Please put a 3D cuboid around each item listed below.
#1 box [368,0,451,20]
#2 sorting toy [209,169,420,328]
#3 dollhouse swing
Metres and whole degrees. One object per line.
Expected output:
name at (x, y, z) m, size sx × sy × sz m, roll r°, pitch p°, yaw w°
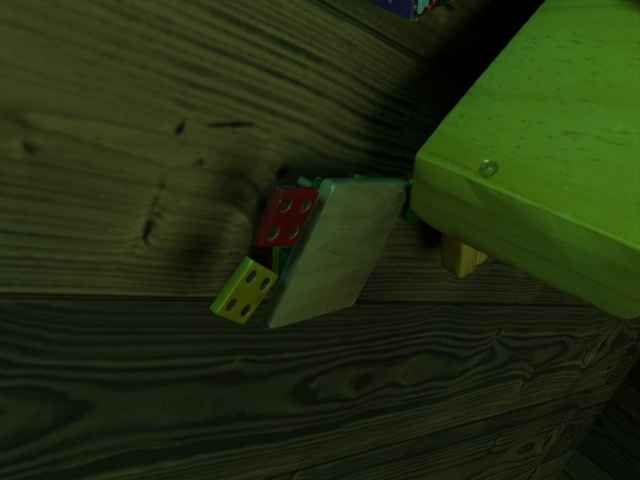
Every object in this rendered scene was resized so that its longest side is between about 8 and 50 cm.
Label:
box at (0.118, -0.314, 0.473) m, size 0.201 × 0.057 × 0.293 m, roll -31°, pitch 141°, yaw -29°
sorting toy at (0.000, 0.000, 0.627) m, size 0.274 × 0.046 × 0.132 m, roll -9°, pitch 128°, yaw -56°
dollhouse swing at (0.290, -0.078, 0.681) m, size 0.347 × 0.315 × 0.305 m, roll -49°, pitch 142°, yaw -15°
